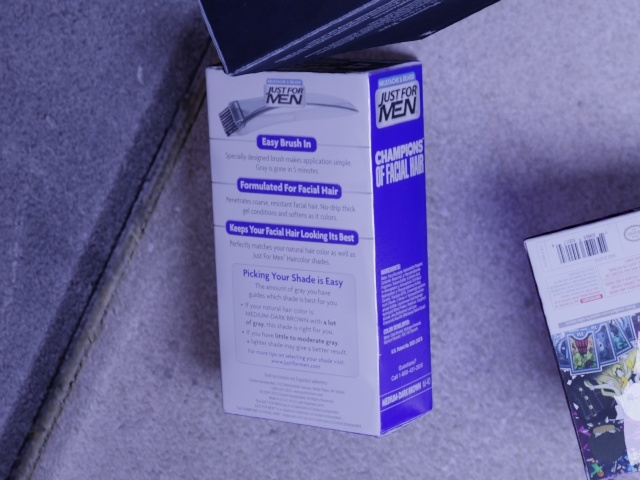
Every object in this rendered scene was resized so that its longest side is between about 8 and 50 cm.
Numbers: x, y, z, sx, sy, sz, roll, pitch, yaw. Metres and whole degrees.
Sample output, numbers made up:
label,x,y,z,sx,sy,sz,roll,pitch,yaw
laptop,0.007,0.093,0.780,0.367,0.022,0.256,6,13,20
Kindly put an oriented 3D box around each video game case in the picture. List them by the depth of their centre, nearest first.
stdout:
label,x,y,z,sx,sy,sz,roll,pitch,yaw
video game case,0.303,0.069,1.616,0.232,0.042,0.210,-16,91,7

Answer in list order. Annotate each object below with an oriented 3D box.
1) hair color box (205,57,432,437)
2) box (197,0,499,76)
label,x,y,z,sx,sy,sz,roll,pitch,yaw
hair color box,0.000,0.000,1.857,0.185,0.110,0.338,6,105,33
box,0.102,-0.290,1.603,0.343,0.312,0.179,-23,87,34
